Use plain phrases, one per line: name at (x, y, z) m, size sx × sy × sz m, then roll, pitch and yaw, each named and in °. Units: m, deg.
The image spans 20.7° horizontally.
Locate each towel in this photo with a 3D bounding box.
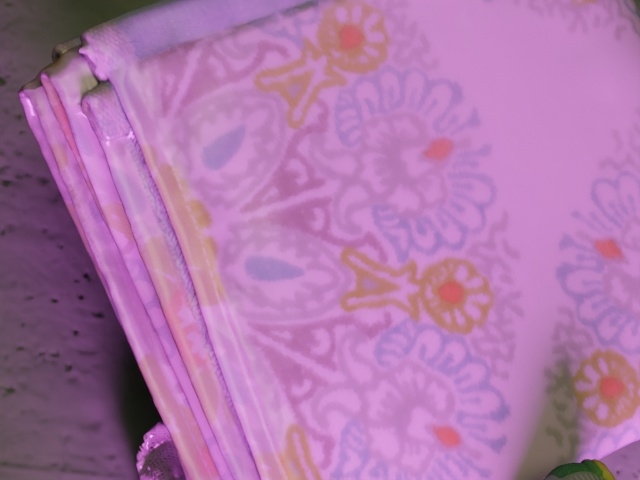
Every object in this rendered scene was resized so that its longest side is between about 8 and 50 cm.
towel at (0.056, -0.011, 0.976) m, size 0.374 × 0.090 × 0.320 m, roll -21°, pitch 88°, yaw -26°

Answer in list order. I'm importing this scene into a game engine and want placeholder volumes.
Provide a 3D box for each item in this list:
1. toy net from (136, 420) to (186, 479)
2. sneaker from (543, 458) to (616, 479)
toy net at (-0.005, 0.182, 0.970) m, size 0.122 × 0.045 × 0.232 m, roll -43°, pitch 97°, yaw 13°
sneaker at (0.055, 0.233, 0.894) m, size 0.123 × 0.109 × 0.295 m, roll 32°, pitch 101°, yaw -20°
